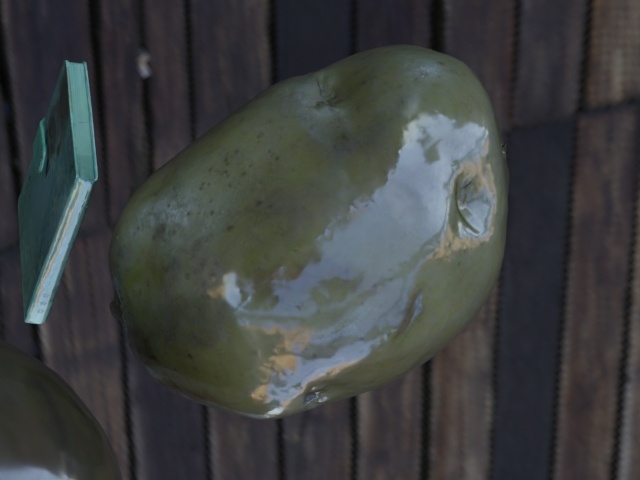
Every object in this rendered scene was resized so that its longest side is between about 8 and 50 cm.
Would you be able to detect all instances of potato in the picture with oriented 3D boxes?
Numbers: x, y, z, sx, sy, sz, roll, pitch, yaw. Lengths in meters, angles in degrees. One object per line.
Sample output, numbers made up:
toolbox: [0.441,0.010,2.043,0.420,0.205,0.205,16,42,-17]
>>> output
potato: [0.000,0.000,1.464,0.326,0.243,0.221,-36,144,1]

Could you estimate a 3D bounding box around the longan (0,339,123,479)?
longan: [-0.298,0.226,1.343,0.361,0.361,0.361,-14,128,-18]

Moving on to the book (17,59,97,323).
book: [-0.159,-0.031,1.174,0.017,0.103,0.135,6,139,-20]
